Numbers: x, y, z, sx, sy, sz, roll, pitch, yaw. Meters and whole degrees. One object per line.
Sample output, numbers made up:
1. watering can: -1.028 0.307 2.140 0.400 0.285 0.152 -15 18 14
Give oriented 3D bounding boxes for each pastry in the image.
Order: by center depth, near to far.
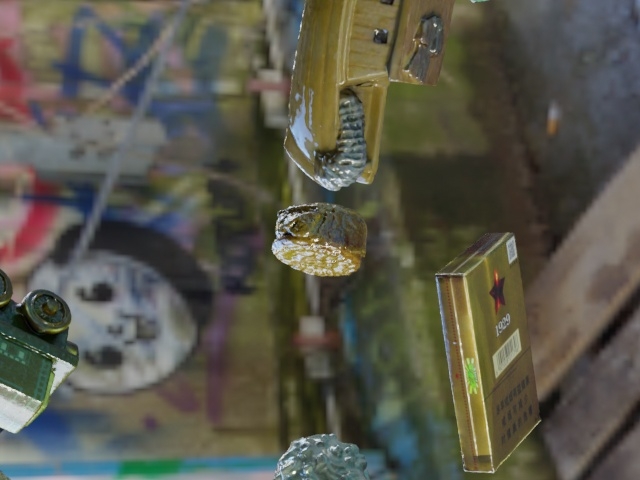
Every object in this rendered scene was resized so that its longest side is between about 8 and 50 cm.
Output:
1. pastry: 0.000 0.000 1.839 0.109 0.097 0.057 58 -144 -59

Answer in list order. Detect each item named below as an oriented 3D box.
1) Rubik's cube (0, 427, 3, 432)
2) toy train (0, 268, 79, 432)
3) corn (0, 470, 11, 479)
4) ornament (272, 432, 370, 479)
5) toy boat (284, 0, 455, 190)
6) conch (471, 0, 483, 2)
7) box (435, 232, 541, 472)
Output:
1. Rubik's cube: -0.440 0.202 1.747 0.233 0.228 0.229 62 -145 -64
2. toy train: -0.330 0.090 1.662 0.090 0.225 0.137 -47 25 38
3. corn: -0.194 0.270 1.153 0.086 0.086 0.253 -36 76 57
4. ornament: 0.046 0.325 2.135 0.285 0.120 0.130 28 105 50
5. toy boat: 0.051 -0.198 1.510 0.121 0.089 0.321 20 103 35
6. conch: 0.203 -0.410 2.246 0.176 0.122 0.188 -28 67 46
7. box: 0.108 0.070 1.135 0.023 0.090 0.133 -2 107 26
